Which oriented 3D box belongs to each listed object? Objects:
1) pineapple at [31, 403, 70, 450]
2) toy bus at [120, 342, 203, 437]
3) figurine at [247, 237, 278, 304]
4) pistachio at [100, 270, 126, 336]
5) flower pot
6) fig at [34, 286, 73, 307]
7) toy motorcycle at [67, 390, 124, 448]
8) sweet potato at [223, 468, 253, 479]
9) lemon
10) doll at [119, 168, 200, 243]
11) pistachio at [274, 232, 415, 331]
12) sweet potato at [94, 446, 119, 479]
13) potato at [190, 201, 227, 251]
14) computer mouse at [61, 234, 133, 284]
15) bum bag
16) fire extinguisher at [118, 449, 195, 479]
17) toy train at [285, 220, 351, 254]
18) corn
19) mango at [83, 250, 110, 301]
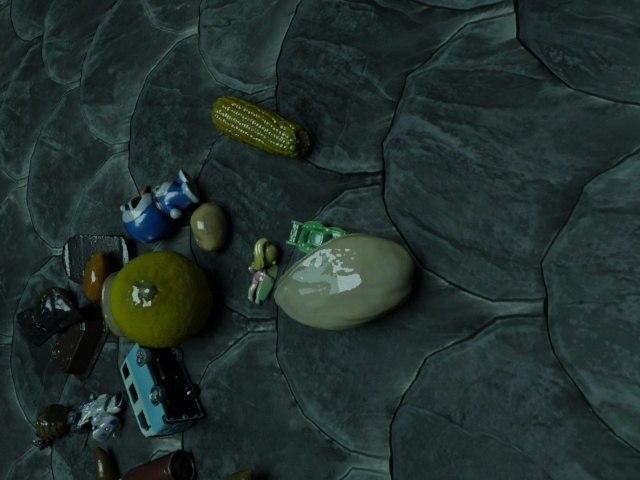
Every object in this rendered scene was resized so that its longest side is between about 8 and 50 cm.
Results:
[{"bbox_3d":[-0.916,0.641,1.835,0.108,0.108,0.197,51,121,31],"label":"pineapple"},{"bbox_3d":[-0.457,0.425,1.534,0.164,0.133,0.271,-49,55,22],"label":"toy bus"},{"bbox_3d":[-0.157,0.081,1.436,0.083,0.083,0.187,26,105,35],"label":"figurine"},{"bbox_3d":[-0.614,0.197,1.690,0.129,0.131,0.206,137,133,-70],"label":"pistachio"},{"bbox_3d":[-0.822,0.337,1.831,0.179,0.084,0.250,31,98,35],"label":"flower pot"},{"bbox_3d":[-0.966,0.236,1.929,0.185,0.127,0.132,-11,88,28],"label":"fig"},{"bbox_3d":[-0.701,0.558,1.701,0.221,0.102,0.150,-22,48,26],"label":"toy motorcycle"},{"bbox_3d":[-0.216,0.754,1.312,0.131,0.130,0.422,7,91,35],"label":"sweet potato"},{"bbox_3d":[-0.432,0.160,1.482,0.293,0.293,0.293,-8,76,33],"label":"lemon"},{"bbox_3d":[-0.485,-0.102,1.645,0.257,0.161,0.215,-40,32,9],"label":"doll"},{"bbox_3d":[0.050,0.097,1.197,0.332,0.226,0.207,-21,32,23],"label":"pistachio"},{"bbox_3d":[-0.633,0.737,1.631,0.077,0.077,0.243,-41,52,21],"label":"sweet potato"},{"bbox_3d":[-0.317,-0.039,1.548,0.112,0.112,0.147,-19,77,30],"label":"potato"},{"bbox_3d":[-0.742,0.062,1.833,0.295,0.087,0.168,-1,92,18],"label":"computer mouse"},{"bbox_3d":[-0.908,0.257,1.800,0.310,0.074,0.137,-30,97,27],"label":"bum bag"},{"bbox_3d":[-0.471,0.671,1.519,0.269,0.105,0.104,-30,65,26],"label":"fire extinguisher"},{"bbox_3d":[0.000,0.000,1.334,0.149,0.081,0.099,15,88,36],"label":"toy train"},{"bbox_3d":[-0.175,-0.312,1.496,0.363,0.120,0.120,31,99,37],"label":"corn"},{"bbox_3d":[-0.714,0.115,1.730,0.105,0.084,0.159,-178,83,-77],"label":"mango"}]
